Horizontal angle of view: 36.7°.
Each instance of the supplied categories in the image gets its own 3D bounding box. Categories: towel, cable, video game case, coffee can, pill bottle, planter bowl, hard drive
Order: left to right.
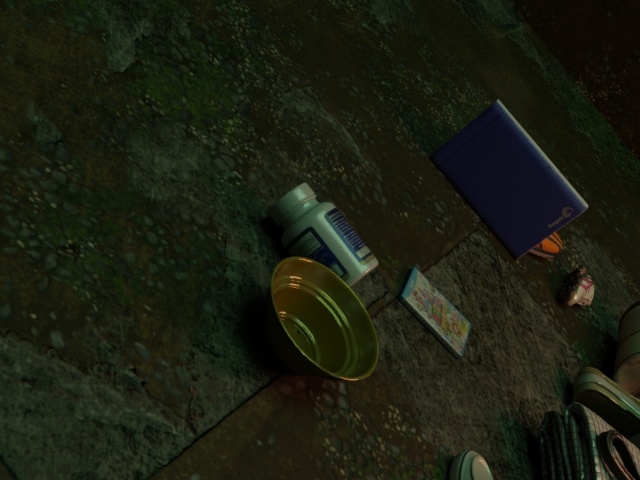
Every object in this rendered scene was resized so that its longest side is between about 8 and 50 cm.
[{"bbox_3d":[-0.019,0.139,1.469,0.217,0.090,0.217,32,35,-26],"label":"planter bowl"},{"bbox_3d":[0.000,0.000,1.624,0.186,0.112,0.112,53,31,4],"label":"pill bottle"},{"bbox_3d":[0.222,0.137,1.855,0.166,0.015,0.119,45,31,-8],"label":"video game case"},{"bbox_3d":[0.433,-0.138,2.234,0.318,0.210,0.040,50,30,0],"label":"hard drive"},{"bbox_3d":[0.508,0.469,1.762,0.235,0.121,0.283,40,36,-31],"label":"towel"},{"bbox_3d":[0.568,0.474,1.703,0.287,0.072,0.139,47,48,-2],"label":"cable"},{"bbox_3d":[0.791,0.280,2.250,0.201,0.201,0.275,47,31,-5],"label":"coffee can"}]

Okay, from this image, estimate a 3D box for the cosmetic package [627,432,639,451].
[{"bbox_3d":[0.657,0.501,1.913,0.107,0.127,0.238,42,30,-13],"label":"cosmetic package"}]

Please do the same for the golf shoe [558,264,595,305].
[{"bbox_3d":[0.635,0.124,2.350,0.086,0.067,0.186,53,31,2],"label":"golf shoe"}]

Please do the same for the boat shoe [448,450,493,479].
[{"bbox_3d":[0.269,0.440,1.514,0.096,0.088,0.267,33,35,-26],"label":"boat shoe"}]

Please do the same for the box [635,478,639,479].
[{"bbox_3d":[0.467,0.513,1.423,0.143,0.191,0.381,53,44,0],"label":"box"}]

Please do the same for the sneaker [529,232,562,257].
[{"bbox_3d":[0.509,-0.100,2.319,0.321,0.180,0.124,39,32,-17],"label":"sneaker"}]

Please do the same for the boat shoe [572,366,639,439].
[{"bbox_3d":[0.660,0.384,2.056,0.302,0.113,0.103,45,33,-12],"label":"boat shoe"}]
